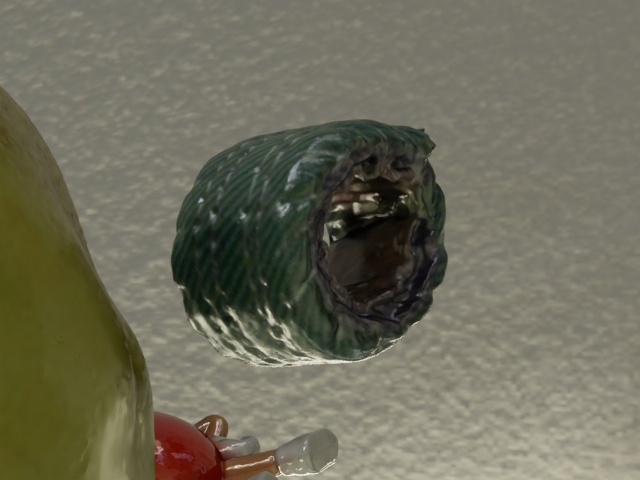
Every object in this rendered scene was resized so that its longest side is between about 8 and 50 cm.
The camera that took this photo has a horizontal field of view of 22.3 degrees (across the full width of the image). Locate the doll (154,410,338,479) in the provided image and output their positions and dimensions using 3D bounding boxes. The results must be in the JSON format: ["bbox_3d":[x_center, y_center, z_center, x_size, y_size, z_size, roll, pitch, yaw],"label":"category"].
[{"bbox_3d":[-0.112,0.156,1.034,0.183,0.217,0.085,-34,-59,-66],"label":"doll"}]

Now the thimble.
[{"bbox_3d":[-0.001,0.002,0.812,0.135,0.090,0.118,-26,-74,-48],"label":"thimble"}]

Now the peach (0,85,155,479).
[{"bbox_3d":[-0.227,0.051,0.701,0.281,0.315,0.314,-27,-70,3],"label":"peach"}]
